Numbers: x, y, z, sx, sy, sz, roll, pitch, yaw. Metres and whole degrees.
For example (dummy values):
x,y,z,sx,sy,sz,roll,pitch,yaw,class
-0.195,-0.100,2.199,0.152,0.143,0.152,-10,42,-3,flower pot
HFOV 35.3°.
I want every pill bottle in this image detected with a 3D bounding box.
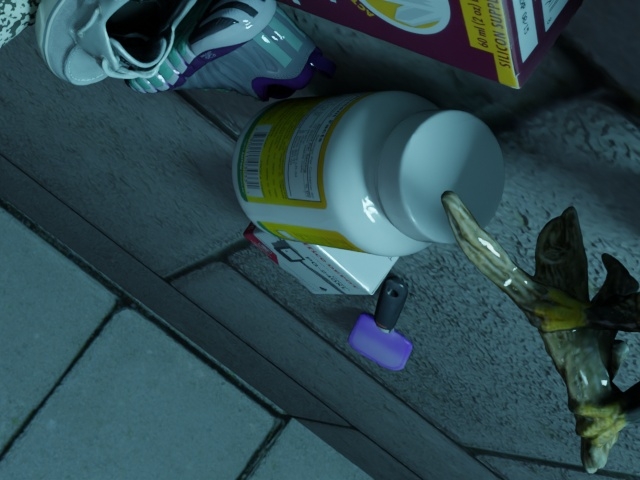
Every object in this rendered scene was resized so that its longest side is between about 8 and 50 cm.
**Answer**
x,y,z,sx,sy,sz,roll,pitch,yaw,class
0.031,-0.049,0.732,0.117,0.117,0.208,44,162,-27,pill bottle

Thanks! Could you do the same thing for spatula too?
x,y,z,sx,sy,sz,roll,pitch,yaw,class
0.079,0.099,1.206,0.084,0.030,0.296,32,163,10,spatula

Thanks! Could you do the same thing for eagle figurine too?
x,y,z,sx,sy,sz,roll,pitch,yaw,class
0.225,0.057,0.472,0.226,0.225,0.298,19,162,-32,eagle figurine

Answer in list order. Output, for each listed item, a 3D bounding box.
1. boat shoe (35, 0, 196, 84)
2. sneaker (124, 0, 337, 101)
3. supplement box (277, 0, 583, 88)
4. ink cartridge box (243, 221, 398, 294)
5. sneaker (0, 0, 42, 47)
x,y,z,sx,sy,sz,roll,pitch,yaw,class
-0.142,-0.158,0.716,0.227,0.079,0.081,-37,68,52,boat shoe
-0.078,-0.133,0.789,0.098,0.083,0.224,38,164,-24,sneaker
0.029,-0.161,0.488,0.188,0.080,0.104,27,162,30,supplement box
0.000,0.000,1.028,0.109,0.063,0.150,41,163,-16,ink cartridge box
-0.325,-0.282,0.685,0.410,0.182,0.158,45,162,-27,sneaker
